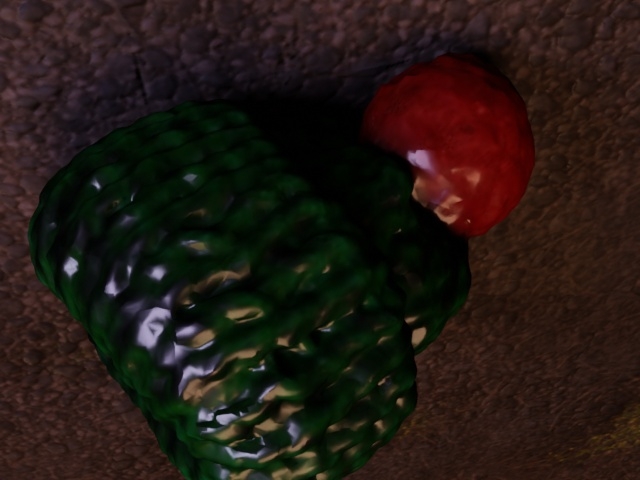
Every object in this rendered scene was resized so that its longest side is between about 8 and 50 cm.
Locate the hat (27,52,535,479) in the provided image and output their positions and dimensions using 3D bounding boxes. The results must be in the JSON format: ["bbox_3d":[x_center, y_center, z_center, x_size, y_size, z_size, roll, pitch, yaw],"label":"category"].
[{"bbox_3d":[0.000,0.000,0.670,0.332,0.274,0.242,-35,157,-15],"label":"hat"}]
